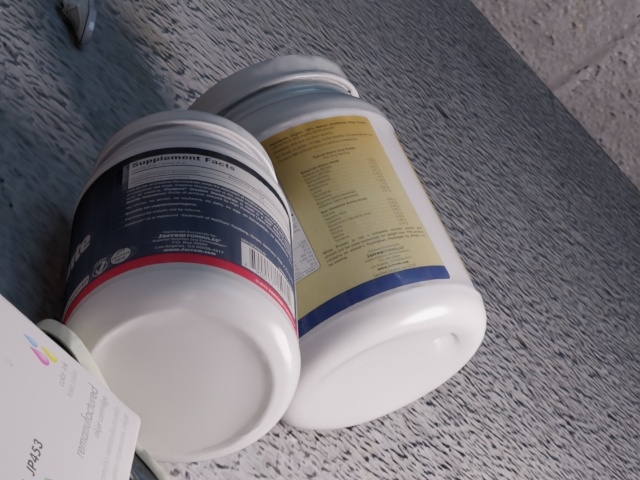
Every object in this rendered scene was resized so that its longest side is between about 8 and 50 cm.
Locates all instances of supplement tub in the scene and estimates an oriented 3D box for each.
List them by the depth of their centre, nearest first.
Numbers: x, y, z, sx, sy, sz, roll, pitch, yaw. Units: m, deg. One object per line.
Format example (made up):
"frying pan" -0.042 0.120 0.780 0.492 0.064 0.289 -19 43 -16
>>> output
"supplement tub" -0.115 0.032 1.450 0.191 0.191 0.272 42 23 -28
"supplement tub" 0.000 0.000 1.697 0.228 0.228 0.316 20 39 -56

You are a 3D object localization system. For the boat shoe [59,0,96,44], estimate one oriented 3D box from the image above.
"boat shoe" -0.254 -0.241 1.813 0.035 0.035 0.100 12 43 -21

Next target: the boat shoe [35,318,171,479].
"boat shoe" -0.171 0.175 1.297 0.079 0.084 0.233 -37 96 -42

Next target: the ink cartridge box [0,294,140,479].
"ink cartridge box" -0.285 0.092 1.095 0.353 0.119 0.207 44 24 -23
